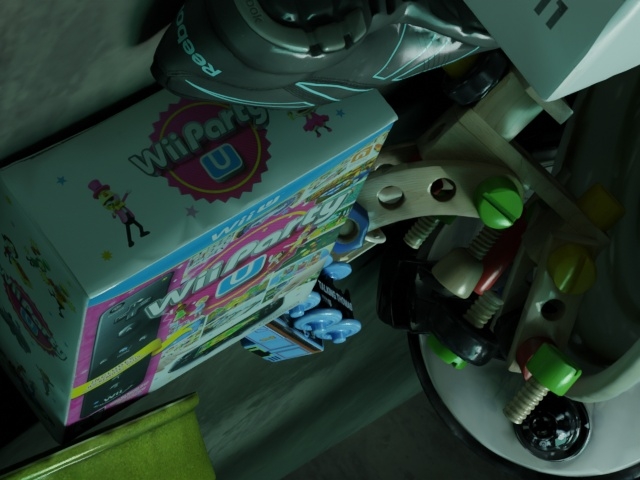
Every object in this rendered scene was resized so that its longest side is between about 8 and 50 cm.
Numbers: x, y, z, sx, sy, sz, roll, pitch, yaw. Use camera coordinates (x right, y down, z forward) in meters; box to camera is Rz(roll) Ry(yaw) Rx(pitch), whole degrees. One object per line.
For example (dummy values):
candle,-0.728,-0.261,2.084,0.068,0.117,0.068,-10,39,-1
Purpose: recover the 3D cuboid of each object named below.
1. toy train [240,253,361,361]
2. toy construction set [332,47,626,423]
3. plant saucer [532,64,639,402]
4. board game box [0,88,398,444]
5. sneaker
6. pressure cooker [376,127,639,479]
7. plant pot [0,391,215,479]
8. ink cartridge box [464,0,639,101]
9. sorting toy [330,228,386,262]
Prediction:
toy train,-0.035,0.049,1.294,0.105,0.080,0.184,-16,159,17
toy construction set,0.159,-0.045,1.221,0.237,0.257,0.309,-52,172,13
plant saucer,0.294,-0.054,1.234,0.400,0.100,0.400,-164,-90,-80
board game box,-0.096,0.004,0.999,0.224,0.097,0.303,-31,165,-22
sneaker,0.018,-0.132,0.862,0.267,0.101,0.106,-12,166,-44
pressure cooker,0.294,0.074,1.600,0.370,0.375,0.420,-38,168,20
plant pot,-0.201,0.349,1.167,0.366,0.353,0.366,-22,177,-1
ink cartridge box,0.124,-0.191,0.625,0.353,0.207,0.119,-24,161,-38
sorting toy,0.000,0.000,1.345,0.083,0.045,0.075,-34,158,35
